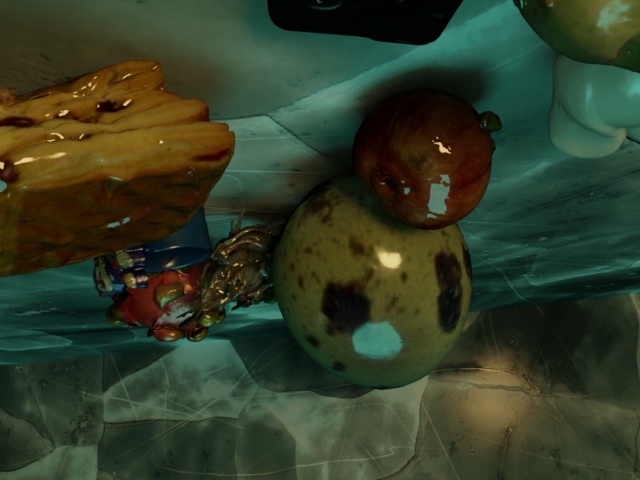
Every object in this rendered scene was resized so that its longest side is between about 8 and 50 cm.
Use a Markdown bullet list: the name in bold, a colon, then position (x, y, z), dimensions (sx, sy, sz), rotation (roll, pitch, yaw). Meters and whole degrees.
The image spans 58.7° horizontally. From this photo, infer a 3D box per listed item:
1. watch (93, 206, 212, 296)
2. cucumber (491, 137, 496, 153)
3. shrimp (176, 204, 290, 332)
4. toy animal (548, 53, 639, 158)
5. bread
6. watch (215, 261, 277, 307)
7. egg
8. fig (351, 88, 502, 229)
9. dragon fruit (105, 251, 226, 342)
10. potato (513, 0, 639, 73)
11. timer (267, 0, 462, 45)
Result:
- **watch**: position (-0.311, 0.005, 1.071), dimensions (0.200, 0.171, 0.196), rotation (-6, 174, -38)
- **cucumber**: position (0.220, -0.105, 1.002), dimensions (0.067, 0.068, 0.293), rotation (-2, 163, -8)
- **shrimp**: position (-0.149, 0.033, 1.080), dimensions (0.137, 0.172, 0.372), rotation (-24, -170, 31)
- **toy animal**: position (0.358, -0.178, 0.622), dimensions (0.289, 0.174, 0.249), rotation (2, 161, -24)
- **bread**: position (-0.289, -0.086, 0.671), dimensions (0.324, 0.167, 0.277), rotation (-15, 164, -37)
- **watch**: position (-0.188, 0.082, 1.429), dimensions (0.165, 0.131, 0.152), rotation (-14, 143, 38)
- **egg**: position (0.095, 0.081, 1.014), dimensions (0.344, 0.345, 0.428), rotation (-8, 122, 11)
- **fig**: position (0.151, -0.117, 0.774), dimensions (0.205, 0.205, 0.205), rotation (-5, 163, -1)
- **dragon fruit**: position (-0.354, 0.125, 1.304), dimensions (0.243, 0.228, 0.307), rotation (11, 159, -31)
- **potato**: position (0.287, -0.218, 0.361), dimensions (0.326, 0.221, 0.243), rotation (12, 116, -7)
- **timer**: position (0.048, -0.241, 0.534), dimensions (0.187, 0.055, 0.144), rotation (0, 163, -14)
